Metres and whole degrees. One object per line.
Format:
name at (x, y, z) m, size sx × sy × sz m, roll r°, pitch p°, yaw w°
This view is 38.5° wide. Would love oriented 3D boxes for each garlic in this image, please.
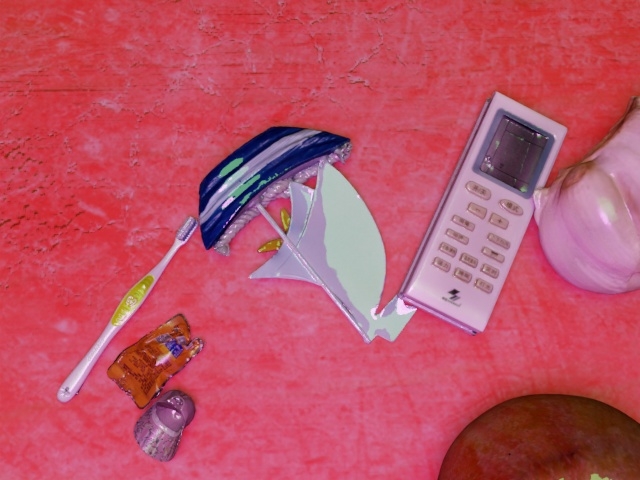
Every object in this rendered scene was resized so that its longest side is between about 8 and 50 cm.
garlic at (0.401, -0.052, 1.037) m, size 0.281 × 0.185 × 0.203 m, roll -46°, pitch 104°, yaw -15°

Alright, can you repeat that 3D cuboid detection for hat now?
hat at (-0.172, 0.206, 1.037) m, size 0.058 × 0.042 × 0.087 m, roll 29°, pitch 110°, yaw 16°

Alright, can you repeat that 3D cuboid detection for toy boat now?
toy boat at (0.000, 0.000, 1.081) m, size 0.220 × 0.067 × 0.291 m, roll -39°, pitch 82°, yaw -13°

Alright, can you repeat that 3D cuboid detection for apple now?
apple at (0.241, 0.275, 0.917) m, size 0.257 × 0.234 × 0.256 m, roll -1°, pitch 73°, yaw 3°

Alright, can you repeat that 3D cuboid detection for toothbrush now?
toothbrush at (-0.224, 0.079, 1.077) m, size 0.022 × 0.026 × 0.263 m, roll 33°, pitch 80°, yaw 9°

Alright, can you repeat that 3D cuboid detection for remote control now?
remote control at (0.195, -0.035, 1.085) m, size 0.103 × 0.055 × 0.277 m, roll 27°, pitch 76°, yaw -3°

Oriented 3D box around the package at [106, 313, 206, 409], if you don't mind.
package at (-0.187, 0.137, 1.054) m, size 0.111 × 0.033 × 0.077 m, roll -39°, pitch 72°, yaw -14°
